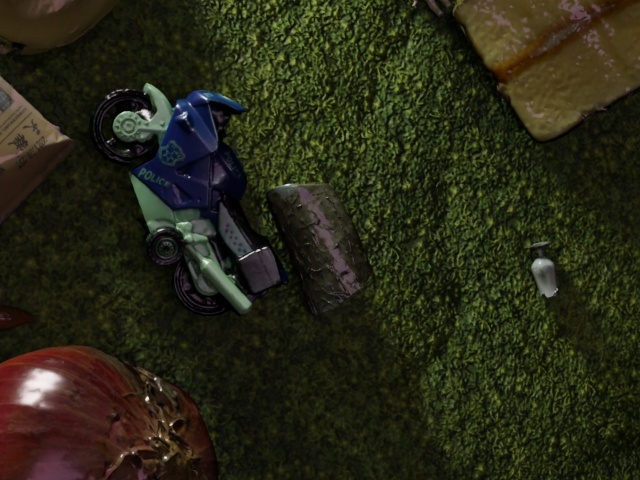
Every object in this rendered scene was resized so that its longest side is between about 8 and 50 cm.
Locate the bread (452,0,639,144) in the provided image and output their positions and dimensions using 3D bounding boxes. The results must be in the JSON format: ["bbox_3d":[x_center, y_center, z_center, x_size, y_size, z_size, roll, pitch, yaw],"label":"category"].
[{"bbox_3d":[0.353,-0.299,1.616,0.236,0.198,0.263,-38,100,-11],"label":"bread"}]

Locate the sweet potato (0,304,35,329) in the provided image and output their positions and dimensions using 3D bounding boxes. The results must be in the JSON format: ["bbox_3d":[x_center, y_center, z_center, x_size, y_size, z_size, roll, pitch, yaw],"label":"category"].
[{"bbox_3d":[-0.406,0.096,1.400,0.095,0.034,0.034,-1,86,-29],"label":"sweet potato"}]

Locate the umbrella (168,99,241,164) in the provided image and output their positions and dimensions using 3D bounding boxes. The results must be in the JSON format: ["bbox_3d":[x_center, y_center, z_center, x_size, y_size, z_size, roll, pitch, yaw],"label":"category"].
[{"bbox_3d":[-0.162,-0.140,1.503,0.133,0.031,0.036,41,76,-13],"label":"umbrella"}]

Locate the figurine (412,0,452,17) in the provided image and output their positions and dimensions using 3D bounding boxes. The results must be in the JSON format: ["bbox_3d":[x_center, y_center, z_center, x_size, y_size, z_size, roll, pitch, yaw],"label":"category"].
[{"bbox_3d":[0.151,-0.373,1.624,0.064,0.047,0.109,-44,107,7],"label":"figurine"}]

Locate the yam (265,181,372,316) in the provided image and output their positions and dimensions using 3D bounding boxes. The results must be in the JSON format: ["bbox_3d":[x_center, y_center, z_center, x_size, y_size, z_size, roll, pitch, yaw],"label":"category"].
[{"bbox_3d":[0.000,0.000,1.514,0.107,0.107,0.183,-25,93,-19],"label":"yam"}]

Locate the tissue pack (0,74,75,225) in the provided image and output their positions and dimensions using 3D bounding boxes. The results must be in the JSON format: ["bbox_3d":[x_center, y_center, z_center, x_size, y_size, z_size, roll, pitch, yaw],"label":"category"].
[{"bbox_3d":[-0.463,-0.097,1.349,0.215,0.123,0.256,44,75,-13],"label":"tissue pack"}]

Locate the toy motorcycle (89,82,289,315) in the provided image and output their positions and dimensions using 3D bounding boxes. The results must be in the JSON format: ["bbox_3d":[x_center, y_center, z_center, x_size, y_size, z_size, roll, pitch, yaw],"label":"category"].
[{"bbox_3d":[-0.153,-0.062,1.438,0.196,0.125,0.331,-28,97,-6],"label":"toy motorcycle"}]

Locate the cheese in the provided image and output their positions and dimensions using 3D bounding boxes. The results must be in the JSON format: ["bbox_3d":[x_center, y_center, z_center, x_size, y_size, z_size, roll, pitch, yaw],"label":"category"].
[{"bbox_3d":[-0.353,-0.383,1.407,0.260,0.128,0.315,29,79,-17],"label":"cheese"}]

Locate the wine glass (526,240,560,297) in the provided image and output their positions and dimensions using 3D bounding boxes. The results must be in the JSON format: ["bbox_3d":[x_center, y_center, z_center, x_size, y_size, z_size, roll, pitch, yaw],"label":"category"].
[{"bbox_3d":[0.335,0.043,1.658,0.039,0.042,0.083,-14,94,18],"label":"wine glass"}]

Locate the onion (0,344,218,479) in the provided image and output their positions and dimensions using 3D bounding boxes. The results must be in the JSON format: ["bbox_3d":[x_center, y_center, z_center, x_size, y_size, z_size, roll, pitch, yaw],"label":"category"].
[{"bbox_3d":[-0.272,0.291,1.289,0.354,0.354,0.353,2,85,-19],"label":"onion"}]
